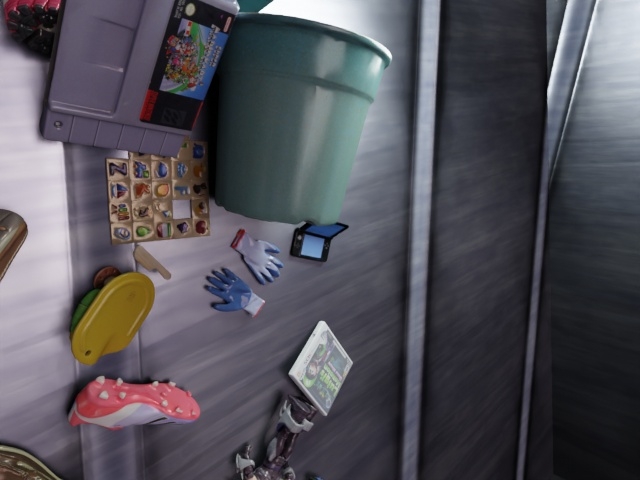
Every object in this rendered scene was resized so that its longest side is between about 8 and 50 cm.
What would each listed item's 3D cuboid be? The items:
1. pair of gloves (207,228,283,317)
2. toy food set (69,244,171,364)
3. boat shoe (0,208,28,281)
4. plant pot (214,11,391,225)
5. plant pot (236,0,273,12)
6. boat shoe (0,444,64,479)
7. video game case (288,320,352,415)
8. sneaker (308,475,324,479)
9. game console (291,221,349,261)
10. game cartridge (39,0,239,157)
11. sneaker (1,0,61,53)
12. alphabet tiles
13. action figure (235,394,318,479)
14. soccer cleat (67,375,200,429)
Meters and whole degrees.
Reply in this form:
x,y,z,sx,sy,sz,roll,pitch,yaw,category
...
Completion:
x,y,z,sx,sy,sz,roll,pitch,yaw,category
-0.169,0.082,0.991,0.159,0.023,0.198,43,67,-35,pair of gloves
-0.377,0.111,0.787,0.217,0.071,0.128,-60,153,-15,toy food set
-0.540,0.095,0.614,0.116,0.123,0.324,86,28,-59,boat shoe
-0.062,-0.214,0.858,0.341,0.341,0.333,1,103,-42,plant pot
-0.181,-0.563,0.795,0.234,0.166,0.165,22,82,-35,plant pot
-0.482,0.418,0.710,0.095,0.095,0.257,-55,127,-21,boat shoe
0.007,0.343,1.165,0.173,0.022,0.190,-56,129,-35,video game case
-0.055,0.750,1.160,0.090,0.082,0.232,52,56,-31,sneaker
0.000,0.000,1.096,0.122,0.071,0.107,14,87,-42,game console
-0.273,-0.292,0.669,0.230,0.068,0.355,4,132,-39,game cartridge
-0.340,-0.364,0.713,0.299,0.121,0.111,-4,71,-49,sneaker
-0.309,-0.117,0.844,0.198,0.009,0.236,-7,101,-41,alphabet tiles
-0.107,0.530,1.069,0.185,0.099,0.284,43,72,-45,action figure
-0.350,0.325,0.840,0.095,0.083,0.248,-47,136,10,soccer cleat
